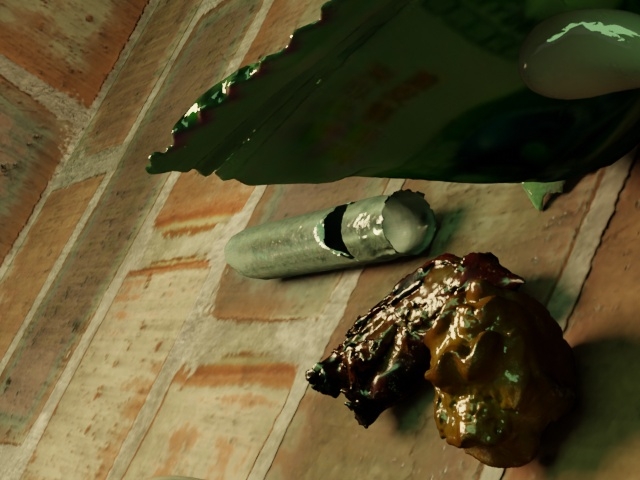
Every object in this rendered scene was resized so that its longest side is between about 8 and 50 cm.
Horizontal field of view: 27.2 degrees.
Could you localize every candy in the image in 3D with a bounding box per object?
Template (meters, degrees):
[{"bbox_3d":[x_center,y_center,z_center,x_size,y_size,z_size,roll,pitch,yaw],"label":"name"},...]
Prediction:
[{"bbox_3d":[0.104,-0.119,0.849,0.172,0.398,0.263,54,127,19],"label":"candy"}]

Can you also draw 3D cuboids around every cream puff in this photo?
[{"bbox_3d":[0.115,0.090,0.881,0.094,0.122,0.116,-34,-9,28],"label":"cream puff"}]

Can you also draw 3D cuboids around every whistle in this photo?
[{"bbox_3d":[0.000,0.000,1.272,0.312,0.062,0.062,-12,49,60],"label":"whistle"}]

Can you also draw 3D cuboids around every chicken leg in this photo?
[{"bbox_3d":[0.074,0.071,1.029,0.234,0.063,0.105,-42,32,29],"label":"chicken leg"}]

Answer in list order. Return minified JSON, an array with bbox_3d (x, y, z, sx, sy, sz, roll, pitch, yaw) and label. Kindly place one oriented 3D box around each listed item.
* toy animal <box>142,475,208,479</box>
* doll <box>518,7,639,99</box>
[{"bbox_3d":[-0.126,0.299,0.941,0.310,0.251,0.251,-26,36,32],"label":"toy animal"},{"bbox_3d":[0.299,-0.126,0.680,0.311,0.243,0.159,24,113,47],"label":"doll"}]
